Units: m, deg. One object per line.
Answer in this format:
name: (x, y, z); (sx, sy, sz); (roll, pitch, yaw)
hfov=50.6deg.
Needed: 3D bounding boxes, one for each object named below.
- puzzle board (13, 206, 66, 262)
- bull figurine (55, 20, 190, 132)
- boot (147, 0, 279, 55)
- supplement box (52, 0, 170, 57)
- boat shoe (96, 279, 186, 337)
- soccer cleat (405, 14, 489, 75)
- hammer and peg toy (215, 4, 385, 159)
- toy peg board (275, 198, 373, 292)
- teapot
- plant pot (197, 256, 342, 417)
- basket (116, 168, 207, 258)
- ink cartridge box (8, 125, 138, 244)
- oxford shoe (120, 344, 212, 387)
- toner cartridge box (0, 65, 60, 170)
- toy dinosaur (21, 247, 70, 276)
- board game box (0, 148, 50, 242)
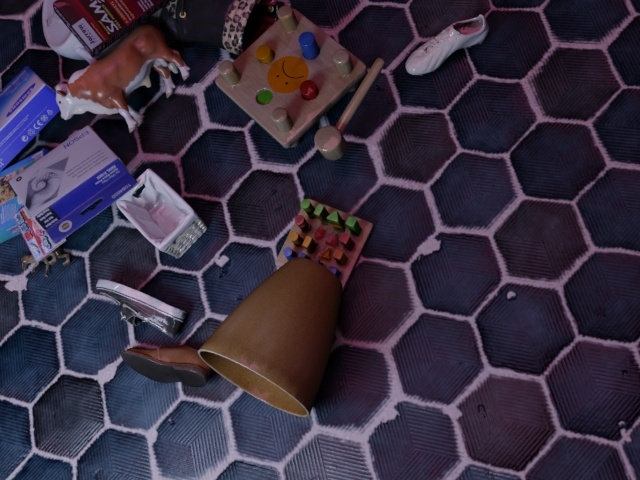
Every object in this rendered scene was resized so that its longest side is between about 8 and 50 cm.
puzzle board: (-0.635, -0.028, 1.526); (0.096, 0.011, 0.128); (-34, 79, 17)
bull figurine: (-0.457, -0.365, 1.567); (0.188, 0.101, 0.310); (45, 82, -14)
boot: (-0.221, -0.621, 1.613); (0.284, 0.138, 0.377); (24, 84, 23)
supplement box: (-0.457, -0.536, 1.512); (0.239, 0.073, 0.130); (-41, 104, -11)
boat shoe: (-0.395, 0.144, 1.450); (0.219, 0.078, 0.070); (20, 77, 17)
soccer cleat: (0.270, -0.426, 1.464); (0.196, 0.076, 0.068); (-27, 68, 5)
hammer and peg toy: (-0.027, -0.333, 1.483); (0.266, 0.127, 0.361); (-45, 68, -5)
toy peg board: (0.000, 0.000, 1.395); (0.161, 0.079, 0.161); (22, 79, 20)
teapot: (-0.547, -0.549, 1.661); (0.252, 0.187, 0.256); (33, 110, 40)
plant pot: (-0.067, 0.165, 1.296); (0.237, 0.237, 0.254); (22, 67, 20)
basket: (-0.343, -0.056, 1.487); (0.167, 0.103, 0.113); (42, 86, 21)
ink cartridge box: (-0.544, -0.128, 1.483); (0.223, 0.045, 0.224); (-40, 55, -13)
oxford shoe: (-0.316, 0.249, 1.412); (0.212, 0.076, 0.076); (7, 45, 19)
toner cartridge box: (-0.787, -0.259, 1.650); (0.348, 0.075, 0.165); (-48, 47, -4)
toy dinosaur: (-0.619, 0.020, 1.560); (0.183, 0.053, 0.092); (-36, 66, 1)
board game box: (-0.710, -0.103, 1.604); (0.210, 0.047, 0.160); (-21, 68, 19)
